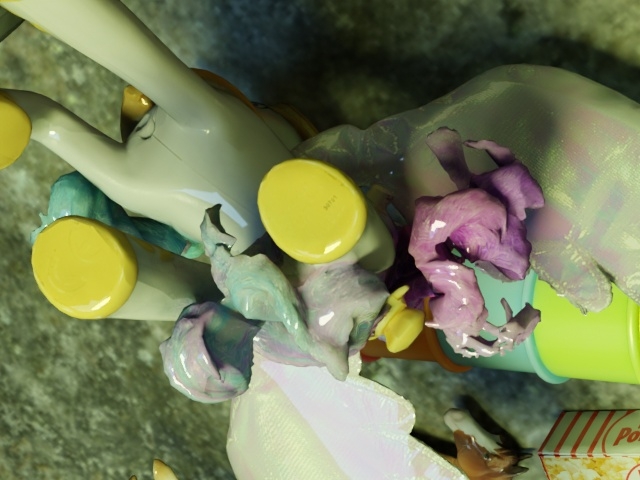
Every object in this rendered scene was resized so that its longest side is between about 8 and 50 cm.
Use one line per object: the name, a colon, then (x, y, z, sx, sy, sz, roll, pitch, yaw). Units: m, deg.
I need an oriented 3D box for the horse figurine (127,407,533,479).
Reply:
horse figurine: (-0.016, 0.166, 1.197, 0.174, 0.066, 0.263, 41, 105, -5)

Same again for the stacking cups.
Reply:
stacking cups: (0.110, 0.036, 1.053, 0.316, 0.096, 0.096, 2, 123, 37)

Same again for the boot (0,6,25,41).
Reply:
boot: (-0.299, -0.317, 0.935, 0.367, 0.146, 0.445, 20, 148, 3)

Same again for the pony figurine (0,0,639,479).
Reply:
pony figurine: (0.000, 0.000, 0.905, 0.351, 0.363, 0.303, 40, 98, 19)

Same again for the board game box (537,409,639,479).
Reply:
board game box: (0.227, 0.188, 1.110, 0.146, 0.045, 0.193, -4, 120, 35)
